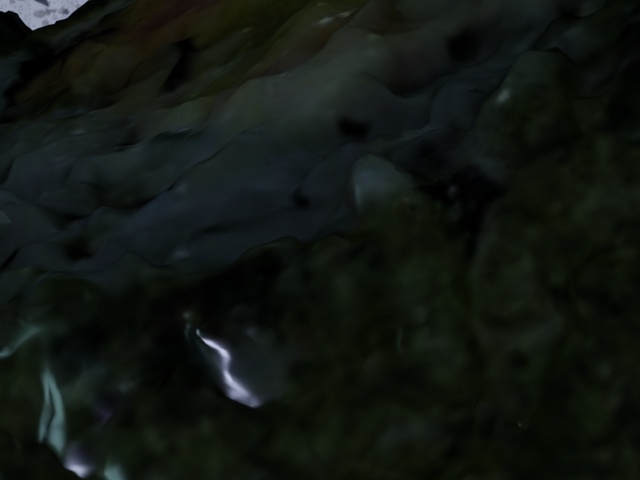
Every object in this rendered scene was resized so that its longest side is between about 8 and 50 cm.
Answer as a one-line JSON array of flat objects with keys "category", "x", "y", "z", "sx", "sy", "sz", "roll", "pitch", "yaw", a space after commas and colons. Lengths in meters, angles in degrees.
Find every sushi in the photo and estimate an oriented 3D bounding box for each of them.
[{"category": "sushi", "x": 0.000, "y": 0.000, "z": 0.509, "sx": 0.352, "sy": 0.294, "sz": 0.178, "roll": -105, "pitch": -10, "yaw": -66}]
